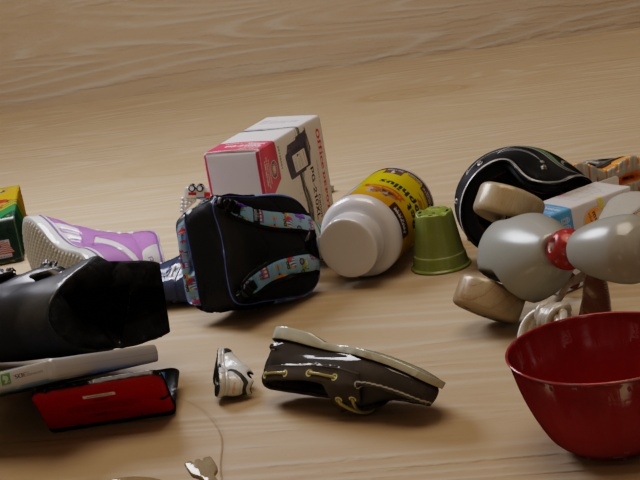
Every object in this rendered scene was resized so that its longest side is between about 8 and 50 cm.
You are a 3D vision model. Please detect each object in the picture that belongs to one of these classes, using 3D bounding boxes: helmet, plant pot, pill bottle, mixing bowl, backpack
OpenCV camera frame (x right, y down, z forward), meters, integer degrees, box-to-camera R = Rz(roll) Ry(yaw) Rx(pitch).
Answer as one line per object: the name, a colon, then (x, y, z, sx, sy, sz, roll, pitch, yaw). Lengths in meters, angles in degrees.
helmet: (0.265, -0.049, 1.877, 0.161, 0.169, 0.169, 21, 31, 39)
plant pot: (0.159, -0.003, 1.922, 0.083, 0.079, 0.083, -10, 15, 3)
pill bottle: (0.075, -0.022, 1.968, 0.117, 0.117, 0.215, -3, 17, 23)
mixing bowl: (0.266, 0.141, 1.302, 0.181, 0.098, 0.181, -9, 16, 2)
backpack: (-0.089, 0.016, 1.878, 0.173, 0.158, 0.117, -6, -10, -44)

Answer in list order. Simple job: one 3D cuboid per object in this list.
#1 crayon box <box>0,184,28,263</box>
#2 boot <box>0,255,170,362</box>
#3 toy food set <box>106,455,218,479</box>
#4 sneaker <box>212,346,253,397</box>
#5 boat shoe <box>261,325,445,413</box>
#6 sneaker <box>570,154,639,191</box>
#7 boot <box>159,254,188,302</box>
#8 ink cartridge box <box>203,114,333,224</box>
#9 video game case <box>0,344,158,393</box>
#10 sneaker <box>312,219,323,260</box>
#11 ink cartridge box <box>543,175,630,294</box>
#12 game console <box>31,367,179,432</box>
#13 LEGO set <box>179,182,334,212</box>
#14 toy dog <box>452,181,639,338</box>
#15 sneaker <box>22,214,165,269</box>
crayon box: (-0.618, -0.021, 2.454, 0.202, 0.081, 0.318, -12, 15, -8)
boot: (-0.452, 0.121, 1.679, 0.445, 0.146, 0.367, -3, 16, 33)
toy food set: (-0.176, 0.256, 1.288, 0.192, 0.039, 0.132, -9, 22, -18)
sneaker: (-0.100, 0.153, 1.608, 0.043, 0.040, 0.109, 5, 17, -9)
boat shoe: (0.031, 0.148, 1.486, 0.227, 0.069, 0.081, 11, -15, 43)
sneaker: (0.384, -0.078, 2.070, 0.215, 0.084, 0.083, -10, 9, -39)
boot: (-0.193, 0.035, 2.011, 0.086, 0.069, 0.190, -4, 18, 9)
ink cartridge box: (-0.074, -0.085, 2.182, 0.100, 0.172, 0.237, -2, 17, 24)
video game case: (-0.316, 0.153, 1.579, 0.193, 0.023, 0.212, -15, -6, 23)
sneaker: (0.000, 0.000, 2.009, 0.075, 0.057, 0.161, 15, -1, -1)
ink cartridge box: (0.341, -0.010, 1.787, 0.181, 0.104, 0.061, -20, 19, -33)
game console: (-0.236, 0.157, 1.566, 0.144, 0.124, 0.085, -9, 54, 2)
LEGO set: (-0.123, -0.079, 2.475, 0.182, 0.060, 0.244, -7, 11, -44)
toy dog: (0.286, 0.032, 1.582, 0.161, 0.220, 0.334, 18, 13, -23)
sneaker: (-0.332, 0.021, 2.120, 0.161, 0.102, 0.282, -16, 27, -34)
